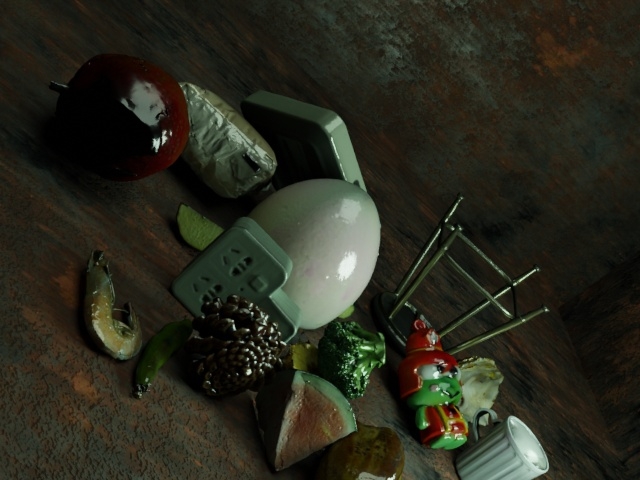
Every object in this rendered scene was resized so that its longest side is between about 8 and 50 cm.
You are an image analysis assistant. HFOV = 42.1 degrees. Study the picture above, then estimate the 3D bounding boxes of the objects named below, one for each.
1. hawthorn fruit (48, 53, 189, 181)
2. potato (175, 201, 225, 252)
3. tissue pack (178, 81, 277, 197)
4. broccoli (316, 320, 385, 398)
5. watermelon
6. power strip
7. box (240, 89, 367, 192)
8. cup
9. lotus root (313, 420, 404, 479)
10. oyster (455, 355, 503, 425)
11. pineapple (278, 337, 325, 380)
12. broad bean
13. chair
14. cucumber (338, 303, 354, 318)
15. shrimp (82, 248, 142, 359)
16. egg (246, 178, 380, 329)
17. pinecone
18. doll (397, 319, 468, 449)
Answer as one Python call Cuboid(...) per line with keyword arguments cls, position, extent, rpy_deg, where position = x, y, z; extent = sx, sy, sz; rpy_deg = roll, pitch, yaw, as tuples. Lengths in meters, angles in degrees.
Cuboid(cls="hawthorn fruit", position=(-0.428, -0.266, 1.829), extent=(0.316, 0.316, 0.316), rpy_deg=(40, 23, -22))
Cuboid(cls="potato", position=(-0.286, -0.012, 1.994), extent=(0.149, 0.081, 0.120), rpy_deg=(33, -9, 3))
Cuboid(cls="tissue pack", position=(-0.279, -0.265, 2.245), extent=(0.390, 0.195, 0.375), rpy_deg=(46, 1, -8))
Cuboid(cls="broccoli", position=(0.070, 0.269, 1.882), extent=(0.195, 0.156, 0.195), rpy_deg=(175, -90, -90))
Cuboid(cls="watermelon", position=(-0.036, 0.366, 1.699), extent=(0.207, 0.202, 0.136), rpy_deg=(31, 1, -5))
Cuboid(cls="power strip", position=(-0.152, 0.103, 1.807), extent=(0.261, 0.229, 0.141), rpy_deg=(46, 21, -8))
Cuboid(cls="box", position=(-0.044, -0.223, 2.304), extent=(0.373, 0.090, 0.367), rpy_deg=(23, -35, 42))
Cuboid(cls="cup", position=(0.485, 0.584, 2.269), extent=(0.167, 0.202, 0.221), rpy_deg=(40, 23, -22))
Cuboid(cls="lotus root", position=(0.077, 0.495, 1.708), extent=(0.193, 0.193, 0.291), rpy_deg=(48, 19, -3))
Cuboid(cls="oyster", position=(0.433, 0.422, 2.477), extent=(0.396, 0.204, 0.111), rpy_deg=(30, 1, -43))
Cuboid(cls="pineapple", position=(-0.025, 0.327, 1.891), extent=(0.225, 0.076, 0.224), rpy_deg=(44, 21, -22))
Cuboid(cls="broad bean", position=(-0.305, 0.207, 1.601), extent=(0.060, 0.043, 0.297), rpy_deg=(57, 21, -11))
Cuboid(cls="chair", position=(0.400, 0.159, 2.504), extent=(0.362, 0.410, 0.364), rpy_deg=(43, 19, -5))
Cuboid(cls="cucumber", position=(0.025, 0.096, 2.382), extent=(0.068, 0.067, 0.293), rpy_deg=(28, 29, -42))
Cuboid(cls="shrimp", position=(-0.397, 0.120, 1.572), extent=(0.143, 0.052, 0.251), rpy_deg=(41, 29, -48))
Cuboid(cls="egg", position=(0.000, 0.000, 2.128), extent=(0.354, 0.340, 0.354), rpy_deg=(39, 23, -21))
Cuboid(cls="pinecone", position=(-0.174, 0.203, 1.656), extent=(0.208, 0.208, 0.207), rpy_deg=(40, 23, -22))
Cuboid(cls="doll", position=(0.299, 0.387, 2.268), extent=(0.183, 0.160, 0.362), rpy_deg=(8, 61, -31))
